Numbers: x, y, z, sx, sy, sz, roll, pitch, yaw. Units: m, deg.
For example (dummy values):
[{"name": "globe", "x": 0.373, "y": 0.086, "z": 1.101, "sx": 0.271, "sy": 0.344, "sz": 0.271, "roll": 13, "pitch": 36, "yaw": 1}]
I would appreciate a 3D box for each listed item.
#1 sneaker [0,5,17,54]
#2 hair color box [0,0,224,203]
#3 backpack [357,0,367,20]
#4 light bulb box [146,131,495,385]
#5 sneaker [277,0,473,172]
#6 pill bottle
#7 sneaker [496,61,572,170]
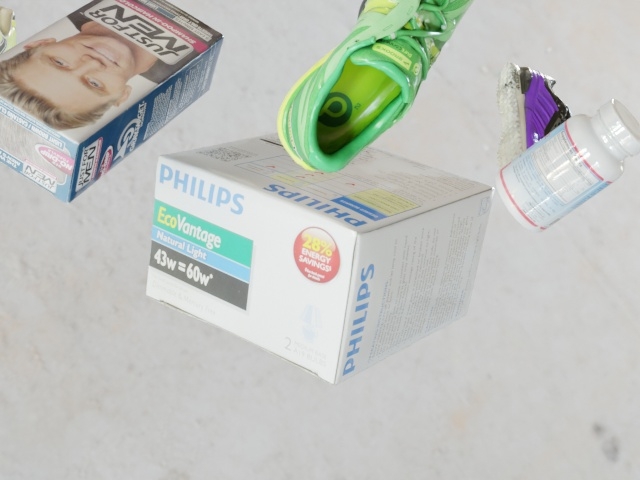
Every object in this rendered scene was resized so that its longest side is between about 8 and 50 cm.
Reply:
[{"name": "sneaker", "x": -0.524, "y": -0.257, "z": 1.496, "sx": 0.145, "sy": 0.147, "sz": 0.385, "roll": 19, "pitch": 14, "yaw": -4}, {"name": "hair color box", "x": -0.293, "y": -0.209, "z": 1.451, "sx": 0.173, "sy": 0.105, "sz": 0.347, "roll": 30, "pitch": 42, "yaw": 9}, {"name": "backpack", "x": 0.105, "y": -0.320, "z": 1.668, "sx": 0.101, "sy": 0.120, "sz": 0.098, "roll": -12, "pitch": 48, "yaw": -16}, {"name": "light bulb box", "x": 0.000, "y": 0.000, "z": 1.592, "sx": 0.357, "sy": 0.225, "sz": 0.361, "roll": 22, "pitch": 24, "yaw": 32}, {"name": "sneaker", "x": 0.073, "y": -0.179, "z": 0.974, "sx": 0.109, "sy": 0.296, "sz": 0.123, "roll": 27, "pitch": 15, "yaw": -23}, {"name": "pill bottle", "x": 0.281, "y": -0.085, "z": 1.224, "sx": 0.087, "sy": 0.160, "sz": 0.087, "roll": 37, "pitch": 31, "yaw": -27}, {"name": "sneaker", "x": 0.438, "y": -0.225, "z": 2.191, "sx": 0.146, "sy": 0.102, "sz": 0.293, "roll": 10, "pitch": 61, "yaw": -12}]
